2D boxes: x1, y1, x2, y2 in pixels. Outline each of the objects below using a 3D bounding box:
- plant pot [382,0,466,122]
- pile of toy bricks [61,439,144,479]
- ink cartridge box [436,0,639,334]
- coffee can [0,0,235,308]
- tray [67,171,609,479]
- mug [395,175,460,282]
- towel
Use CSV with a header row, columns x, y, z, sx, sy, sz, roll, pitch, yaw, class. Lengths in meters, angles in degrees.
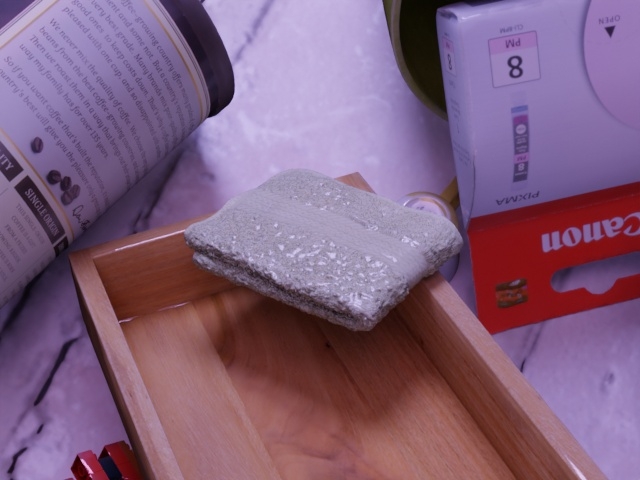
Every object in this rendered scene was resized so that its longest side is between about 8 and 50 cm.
x,y,z,sx,sy,sz,roll,pitch,yaw,class
0.142,-0.272,0.864,0.274,0.275,0.294,-12,52,-7,plant pot
-0.072,0.210,0.725,0.105,0.118,0.212,-11,52,-42,pile of toy bricks
0.184,-0.054,0.781,0.189,0.066,0.232,-13,108,-7,ink cartridge box
-0.220,-0.075,0.777,0.201,0.201,0.275,40,72,14,coffee can
0.010,0.115,0.659,0.202,0.076,0.411,-16,38,-15,tray
0.069,-0.009,0.832,0.062,0.064,0.078,5,66,1,mug
0.000,0.000,0.734,0.148,0.027,0.110,23,45,33,towel
